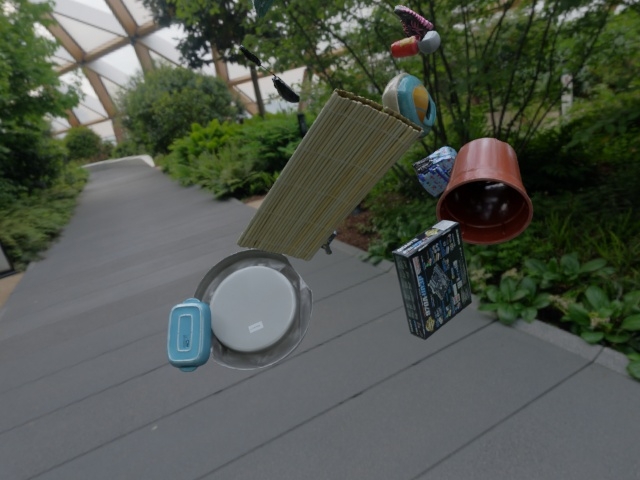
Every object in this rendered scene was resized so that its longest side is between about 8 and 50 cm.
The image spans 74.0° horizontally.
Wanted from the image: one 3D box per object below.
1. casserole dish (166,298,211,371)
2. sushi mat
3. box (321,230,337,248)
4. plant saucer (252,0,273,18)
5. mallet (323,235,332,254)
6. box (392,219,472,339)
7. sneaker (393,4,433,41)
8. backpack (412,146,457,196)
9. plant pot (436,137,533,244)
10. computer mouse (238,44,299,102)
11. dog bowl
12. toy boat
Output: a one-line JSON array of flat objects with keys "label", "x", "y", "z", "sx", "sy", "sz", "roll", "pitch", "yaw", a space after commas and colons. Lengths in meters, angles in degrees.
[{"label": "casserole dish", "x": -0.342, "y": 0.240, "z": 1.094, "sx": 0.114, "sy": 0.188, "sz": 0.037, "roll": -5, "pitch": -18, "yaw": 6}, {"label": "sushi mat", "x": 0.002, "y": -0.073, "z": 0.634, "sx": 0.152, "sy": 0.316, "sz": 0.019, "roll": 12, "pitch": 47, "yaw": -30}, {"label": "box", "x": 0.005, "y": -0.013, "z": 1.301, "sx": 0.067, "sy": 0.083, "sz": 0.018, "roll": 26, "pitch": 47, "yaw": -9}, {"label": "plant saucer", "x": -0.167, "y": -0.939, "z": 1.476, "sx": 0.044, "sy": 0.317, "sz": 0.317, "roll": 25, "pitch": 15, "yaw": -9}, {"label": "mallet", "x": 0.000, "y": 0.000, "z": 1.092, "sx": 0.062, "sy": 0.039, "sz": 0.189, "roll": 10, "pitch": -18, "yaw": 5}, {"label": "box", "x": 0.259, "y": 0.087, "z": 0.963, "sx": 0.175, "sy": 0.220, "sz": 0.051, "roll": -29, "pitch": 25, "yaw": -28}, {"label": "sneaker", "x": 0.215, "y": -0.515, "z": 1.016, "sx": 0.119, "sy": 0.057, "sz": 0.047, "roll": 11, "pitch": 38, "yaw": -36}, {"label": "backpack", "x": 0.487, "y": -0.284, "z": 1.719, "sx": 0.173, "sy": 0.158, "sz": 0.116, "roll": -33, "pitch": 42, "yaw": 22}, {"label": "plant pot", "x": 0.523, "y": -0.174, "z": 1.362, "sx": 0.273, "sy": 0.272, "sz": 0.265, "roll": -4, "pitch": 44, "yaw": 26}, {"label": "computer mouse", "x": -0.163, "y": -0.515, "z": 1.336, "sx": 0.041, "sy": 0.242, "sz": 0.071, "roll": -45, "pitch": 20, "yaw": 17}, {"label": "dog bowl", "x": -0.186, "y": 0.200, "z": 1.209, "sx": 0.349, "sy": 0.102, "sz": 0.348, "roll": -4, "pitch": 63, "yaw": 7}, {"label": "toy boat", "x": 0.292, "y": -0.477, "z": 1.310, "sx": 0.148, "sy": 0.318, "sz": 0.268, "roll": 1, "pitch": 1, "yaw": 32}]
